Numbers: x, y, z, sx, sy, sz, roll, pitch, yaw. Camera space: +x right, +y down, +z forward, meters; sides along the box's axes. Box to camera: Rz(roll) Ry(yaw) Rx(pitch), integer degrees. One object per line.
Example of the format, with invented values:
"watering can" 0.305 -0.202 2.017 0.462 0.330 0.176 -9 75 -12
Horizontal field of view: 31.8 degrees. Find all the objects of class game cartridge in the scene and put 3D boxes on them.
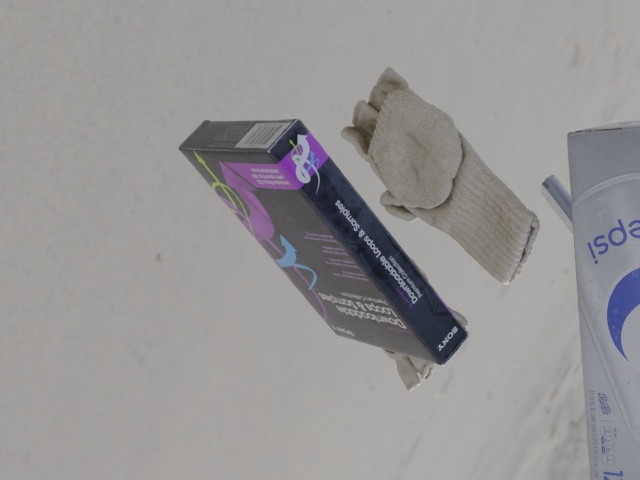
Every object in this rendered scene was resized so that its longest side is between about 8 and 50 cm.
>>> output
"game cartridge" 0.218 -0.029 1.001 0.017 0.056 0.083 -33 172 7

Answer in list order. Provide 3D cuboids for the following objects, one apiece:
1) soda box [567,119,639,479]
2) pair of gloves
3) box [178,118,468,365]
"soda box" 0.255 0.052 0.856 0.098 0.091 0.286 -15 102 -55
"pair of gloves" 0.068 -0.008 0.944 0.042 0.204 0.240 -19 151 -35
"box" 0.000 0.000 0.630 0.029 0.162 0.116 -49 -155 -17
